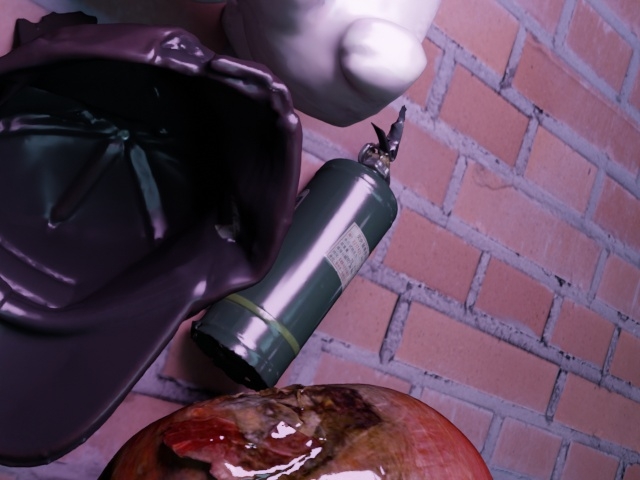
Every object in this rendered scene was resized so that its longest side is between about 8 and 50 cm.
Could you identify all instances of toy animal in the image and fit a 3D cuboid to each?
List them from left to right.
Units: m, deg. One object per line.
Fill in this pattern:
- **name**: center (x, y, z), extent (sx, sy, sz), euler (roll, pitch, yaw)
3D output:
- **toy animal**: center (-0.073, -0.243, 0.742), extent (0.367, 0.241, 0.196), euler (36, 66, -28)

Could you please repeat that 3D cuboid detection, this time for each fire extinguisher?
- **fire extinguisher**: center (0.000, 0.000, 0.934), extent (0.294, 0.093, 0.118), euler (-53, 156, -22)

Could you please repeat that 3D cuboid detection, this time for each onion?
- **onion**: center (-0.031, 0.256, 0.798), extent (0.353, 0.353, 0.354), euler (-12, 107, -42)

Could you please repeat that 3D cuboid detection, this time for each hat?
- **hat**: center (-0.181, -0.017, 0.732), extent (0.238, 0.209, 0.336), euler (42, 88, -20)
